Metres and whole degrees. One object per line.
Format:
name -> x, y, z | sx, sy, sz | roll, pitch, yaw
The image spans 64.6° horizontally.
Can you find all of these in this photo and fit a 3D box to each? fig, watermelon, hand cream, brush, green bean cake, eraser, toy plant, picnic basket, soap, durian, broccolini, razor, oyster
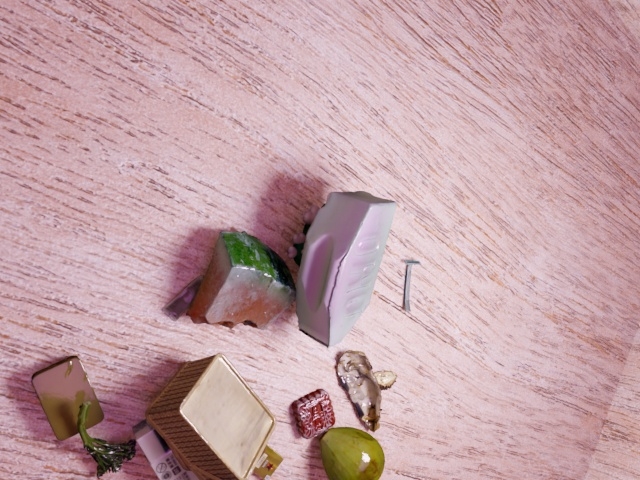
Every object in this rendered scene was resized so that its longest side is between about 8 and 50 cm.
fig -> 0.108, 0.734, 1.707 | 0.207, 0.207, 0.230 | -38, 112, -21
watermelon -> -0.211, 0.141, 1.491 | 0.264, 0.151, 0.302 | 27, 85, -43
hand cream -> -0.387, 0.162, 1.485 | 0.165, 0.037, 0.057 | -46, 114, -10
brush -> -0.664, 0.411, 1.332 | 0.123, 0.059, 0.198 | -23, 106, -29
green bean cake -> -0.021, 0.586, 1.706 | 0.135, 0.056, 0.135 | -19, 105, -26
eraser -> -0.410, 0.695, 1.477 | 0.098, 0.096, 0.404 | -30, 107, -22
toy plant -> 0.004, -0.002, 1.636 | 0.232, 0.112, 0.244 | 30, 82, -45
picnic basket -> -0.304, 0.511, 1.431 | 0.313, 0.175, 0.228 | 56, 37, -17
soap -> 0.063, 0.081, 1.522 | 0.261, 0.156, 0.447 | -9, 118, -55
durian -> 0.233, 0.517, 1.860 | 0.130, 0.052, 0.066 | 6, 53, -32
broccolini -> -0.569, 0.522, 1.350 | 0.123, 0.062, 0.272 | -22, 125, -28
razor -> 0.327, 0.168, 1.873 | 0.068, 0.037, 0.192 | 3, 95, -24
oyster -> 0.148, 0.530, 1.787 | 0.128, 0.079, 0.345 | -16, 108, 7

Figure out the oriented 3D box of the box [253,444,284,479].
box -> -0.192, 0.708, 1.640 | 0.090, 0.023, 0.133 | -49, 115, -15
